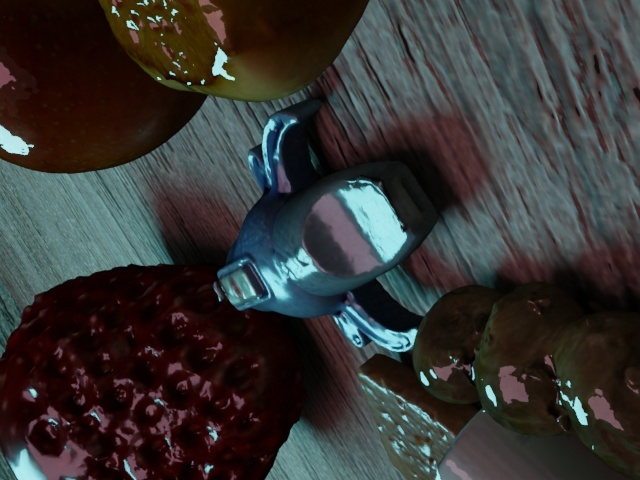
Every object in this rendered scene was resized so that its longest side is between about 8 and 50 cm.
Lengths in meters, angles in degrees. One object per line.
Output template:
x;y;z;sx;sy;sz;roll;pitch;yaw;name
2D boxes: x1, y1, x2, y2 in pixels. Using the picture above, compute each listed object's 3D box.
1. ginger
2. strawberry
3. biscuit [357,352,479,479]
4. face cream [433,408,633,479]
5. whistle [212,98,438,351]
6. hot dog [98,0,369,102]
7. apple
0.125;0.072;0.579;0.204;0.080;0.104;17;143;53;ginger
-0.163;0.158;1.050;0.345;0.295;0.317;-35;55;51;strawberry
0.136;0.210;0.807;0.306;0.043;0.284;53;159;6;biscuit
0.218;0.225;0.592;0.345;0.102;0.102;42;155;31;face cream
0.000;0.000;0.725;0.180;0.093;0.269;61;151;-3;whistle
-0.047;-0.195;0.436;0.150;0.153;0.256;13;137;52;hot dog
-0.175;-0.147;0.680;0.235;0.210;0.173;55;150;34;apple
